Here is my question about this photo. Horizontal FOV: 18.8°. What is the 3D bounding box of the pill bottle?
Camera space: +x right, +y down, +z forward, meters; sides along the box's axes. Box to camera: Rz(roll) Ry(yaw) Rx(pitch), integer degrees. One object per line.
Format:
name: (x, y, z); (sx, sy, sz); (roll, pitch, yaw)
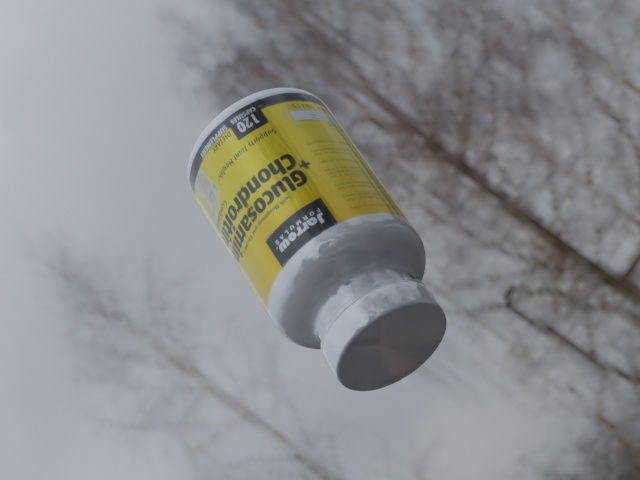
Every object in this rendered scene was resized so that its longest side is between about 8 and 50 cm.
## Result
pill bottle: (0.000, 0.000, 1.172); (0.103, 0.184, 0.103); (-22, -37, -17)
